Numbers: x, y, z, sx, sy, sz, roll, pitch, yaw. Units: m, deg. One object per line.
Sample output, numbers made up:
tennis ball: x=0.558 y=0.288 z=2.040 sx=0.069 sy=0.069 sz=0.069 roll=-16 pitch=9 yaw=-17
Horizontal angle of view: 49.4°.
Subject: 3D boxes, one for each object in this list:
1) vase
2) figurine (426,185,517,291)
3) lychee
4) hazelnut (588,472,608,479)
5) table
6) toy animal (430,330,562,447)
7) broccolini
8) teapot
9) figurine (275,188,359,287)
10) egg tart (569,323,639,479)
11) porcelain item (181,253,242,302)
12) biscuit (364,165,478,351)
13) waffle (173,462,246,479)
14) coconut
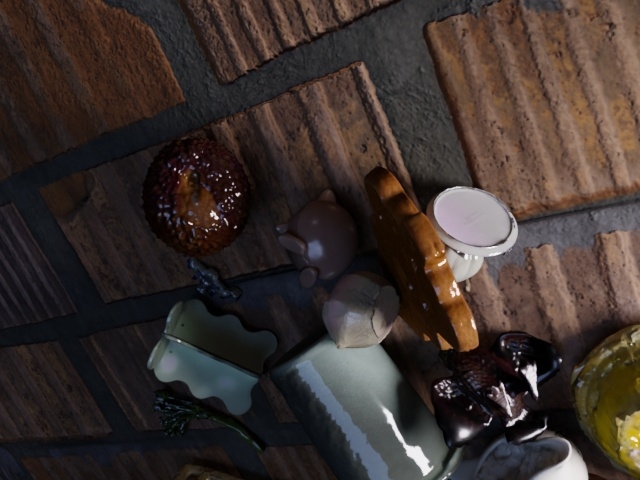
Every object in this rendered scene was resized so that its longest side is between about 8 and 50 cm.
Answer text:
vase: x=0.059 y=0.286 z=1.150 sx=0.245 sy=0.245 sz=0.291 roll=-37 pitch=91 yaw=38
figurine: x=0.200 y=0.018 z=0.998 sx=0.132 sy=0.132 sz=0.154 roll=26 pitch=139 yaw=13
lychee: x=-0.195 y=-0.063 z=1.124 sx=0.188 sy=0.188 sz=0.188 roll=13 pitch=123 yaw=21
hazelnut: x=0.423 y=0.446 z=1.094 sx=0.143 sy=0.154 sz=0.143 roll=30 pitch=161 yaw=11
table: x=-0.194 y=0.216 z=1.296 sx=0.198 sy=0.166 sz=0.167 roll=23 pitch=126 yaw=5
toy animal: x=0.252 y=0.221 z=1.061 sx=0.116 sy=0.218 sz=0.179 roll=58 pitch=170 yaw=-27
broccolini: x=-0.245 y=0.413 z=1.500 sx=0.271 sy=0.062 sz=0.123 roll=21 pitch=135 yaw=13
teapot: x=0.294 y=0.382 z=1.088 sx=0.165 sy=0.209 sz=0.299 roll=38 pitch=141 yaw=-27
figurine: x=0.000 y=0.000 z=1.073 sx=0.125 sy=0.138 sz=0.125 roll=17 pitch=128 yaw=23
egg tart: x=0.501 y=0.257 z=0.966 sx=0.314 sy=0.120 sz=0.315 roll=13 pitch=121 yaw=22
porcelain item: x=-0.214 y=0.078 z=1.304 sx=0.136 sy=0.021 sz=0.075 roll=41 pitch=132 yaw=2
biscuit: x=0.135 y=0.045 z=0.998 sx=0.306 sy=0.043 sz=0.284 roll=89 pitch=156 yaw=-69
waffle: x=-0.183 y=0.626 z=1.458 sx=0.375 sy=0.261 sz=0.114 roll=5 pitch=127 yaw=25
coconut: x=0.058 y=0.111 z=1.044 sx=0.110 sy=0.125 sz=0.110 roll=24 pitch=159 yaw=10
